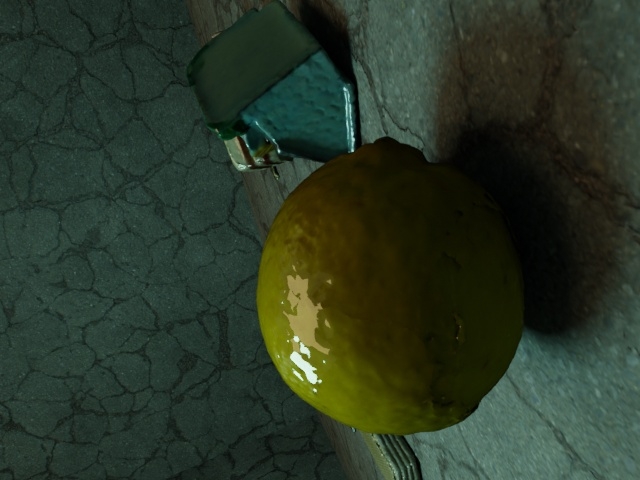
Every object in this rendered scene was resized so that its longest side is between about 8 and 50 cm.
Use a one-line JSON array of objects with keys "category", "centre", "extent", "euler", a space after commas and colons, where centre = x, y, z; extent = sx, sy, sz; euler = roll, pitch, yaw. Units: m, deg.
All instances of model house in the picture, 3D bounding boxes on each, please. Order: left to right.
[{"category": "model house", "centre": [-0.064, -0.245, 0.954], "extent": [0.249, 0.230, 0.280], "euler": [47, -168, -46]}]

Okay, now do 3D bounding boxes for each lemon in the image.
[{"category": "lemon", "centre": [0.071, 0.052, 0.558], "extent": [0.297, 0.297, 0.297], "euler": [160, 90, -79]}]

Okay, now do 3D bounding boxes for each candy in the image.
[{"category": "candy", "centre": [-0.193, -0.341, 1.378], "extent": [0.179, 0.135, 0.320], "euler": [-44, -64, -72]}]

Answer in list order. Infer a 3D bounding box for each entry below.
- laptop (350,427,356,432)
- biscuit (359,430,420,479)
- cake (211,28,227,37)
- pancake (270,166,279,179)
[{"category": "laptop", "centre": [0.066, 0.473, 1.582], "extent": [0.129, 0.016, 0.180], "euler": [-162, 56, -76]}, {"category": "biscuit", "centre": [0.152, 0.518, 1.484], "extent": [0.426, 0.079, 0.143], "euler": [-130, 24, -59]}, {"category": "cake", "centre": [-0.110, -0.420, 1.204], "extent": [0.262, 0.160, 0.158], "euler": [-49, -55, -62]}, {"category": "pancake", "centre": [-0.179, -0.310, 1.799], "extent": [0.190, 0.020, 0.184], "euler": [96, 153, -68]}]
